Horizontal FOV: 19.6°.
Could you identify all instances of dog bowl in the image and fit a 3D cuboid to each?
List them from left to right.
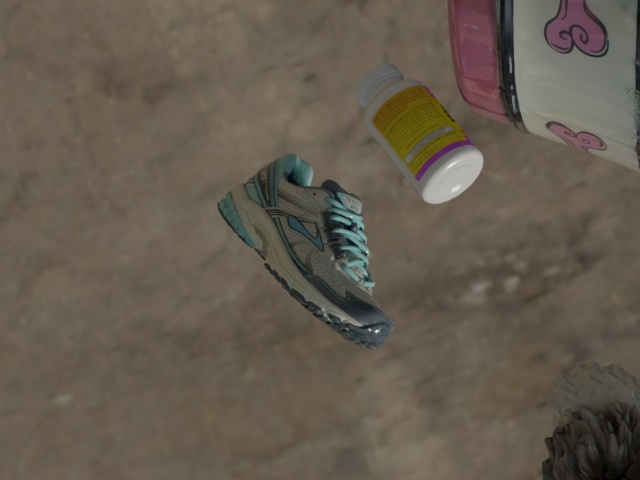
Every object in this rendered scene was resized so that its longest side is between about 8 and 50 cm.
[{"bbox_3d":[0.197,-0.253,1.340,0.150,0.408,0.408,7,156,15],"label":"dog bowl"}]

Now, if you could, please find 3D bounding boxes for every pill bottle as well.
[{"bbox_3d":[0.055,-0.064,1.072,0.043,0.083,0.043,-29,153,-16],"label":"pill bottle"}]

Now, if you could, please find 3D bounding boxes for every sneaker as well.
[{"bbox_3d":[0.000,0.000,1.952,0.122,0.283,0.110,-46,140,2],"label":"sneaker"}]

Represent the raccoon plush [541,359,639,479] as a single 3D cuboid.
[{"bbox_3d":[0.226,0.205,0.915,0.299,0.446,0.216,-14,141,28],"label":"raccoon plush"}]
